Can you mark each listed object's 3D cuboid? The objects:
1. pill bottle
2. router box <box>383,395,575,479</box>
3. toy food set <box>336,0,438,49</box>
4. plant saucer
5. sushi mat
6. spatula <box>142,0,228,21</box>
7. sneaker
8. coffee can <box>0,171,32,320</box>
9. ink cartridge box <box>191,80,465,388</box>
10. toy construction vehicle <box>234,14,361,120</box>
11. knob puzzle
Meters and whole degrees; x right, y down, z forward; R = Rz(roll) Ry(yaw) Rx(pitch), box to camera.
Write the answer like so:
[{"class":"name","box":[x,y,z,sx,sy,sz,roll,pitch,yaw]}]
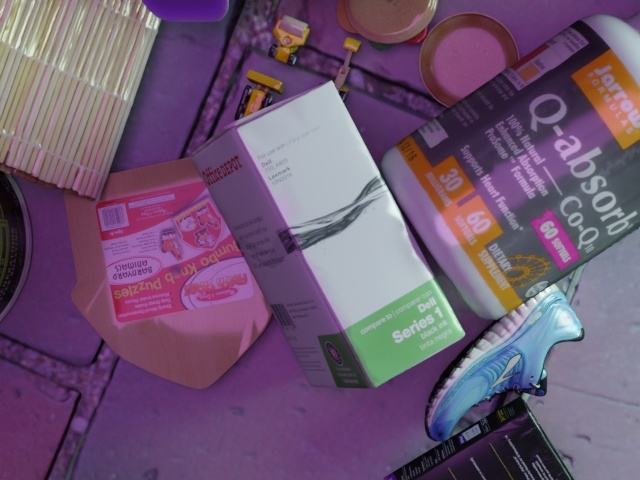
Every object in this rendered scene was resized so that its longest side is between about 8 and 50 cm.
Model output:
[{"class":"pill bottle","box":[0.199,-0.074,1.086,0.278,0.162,0.162,-34,85,6]},{"class":"router box","box":[0.153,0.235,1.126,0.133,0.046,0.179,-31,99,6]},{"class":"toy food set","box":[0.060,-0.201,1.174,0.082,0.020,0.083,32,88,17]},{"class":"plant saucer","box":[0.124,-0.148,1.171,0.083,0.015,0.083,0,89,8]},{"class":"sushi mat","box":[-0.198,-0.201,1.156,0.151,0.019,0.316,22,84,-34]},{"class":"spatula","box":[-0.109,-0.329,1.156,0.084,0.030,0.296,2,87,23]},{"class":"sneaker","box":[0.149,0.109,1.140,0.073,0.063,0.162,45,95,3]},{"class":"coffee can","box":[-0.368,-0.001,1.104,0.202,0.275,0.201,0,89,8]},{"class":"ink cartridge box","box":[0.000,0.000,1.091,0.093,0.160,0.219,-28,94,-17]},{"class":"toy construction vehicle","box":[-0.017,-0.134,1.183,0.086,0.035,0.098,20,99,9]},{"class":"knob puzzle","box":[-0.117,0.030,1.193,0.213,0.030,0.213,0,89,7]}]
